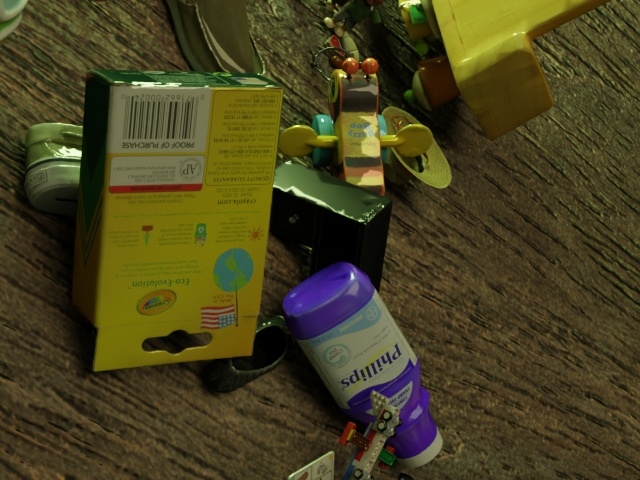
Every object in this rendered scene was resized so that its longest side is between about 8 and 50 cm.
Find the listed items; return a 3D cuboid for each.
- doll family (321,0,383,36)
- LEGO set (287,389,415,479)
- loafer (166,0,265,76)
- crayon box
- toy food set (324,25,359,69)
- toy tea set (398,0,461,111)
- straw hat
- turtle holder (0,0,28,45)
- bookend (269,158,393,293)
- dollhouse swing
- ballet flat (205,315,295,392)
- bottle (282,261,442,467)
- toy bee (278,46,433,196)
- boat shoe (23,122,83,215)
[{"bbox_3d":[0.021,-0.386,1.944,0.193,0.111,0.076,43,40,-18],"label":"doll family"},{"bbox_3d":[0.028,0.297,1.632,0.244,0.060,0.182,-25,125,-43],"label":"LEGO set"},{"bbox_3d":[-0.140,-0.302,1.769,0.094,0.087,0.251,-32,94,-48],"label":"loafer"},{"bbox_3d":[-0.161,-0.023,1.506,0.202,0.081,0.318,-2,109,-30],"label":"crayon box"},{"bbox_3d":[0.045,-0.249,1.978,0.078,0.019,0.122,-32,95,-48],"label":"toy food set"},{"bbox_3d":[0.112,-0.353,2.057,0.200,0.124,0.336,36,37,-68],"label":"toy tea set"},{"bbox_3d":[0.116,-0.115,1.953,0.144,0.061,0.144,34,33,-26],"label":"straw hat"},{"bbox_3d":[-0.394,-0.254,1.385,0.320,0.243,0.227,58,24,6],"label":"turtle holder"},{"bbox_3d":[0.000,0.000,1.759,0.157,0.156,0.072,24,38,22],"label":"bookend"},{"bbox_3d":[0.310,-0.390,1.970,0.315,0.305,0.346,41,32,-65],"label":"dollhouse swing"},{"bbox_3d":[-0.073,0.135,1.649,0.057,0.049,0.173,60,37,-4],"label":"ballet flat"},{"bbox_3d":[0.063,0.163,1.715,0.283,0.118,0.092,59,-3,-26],"label":"bottle"},{"bbox_3d":[0.032,-0.159,1.814,0.195,0.162,0.298,-22,70,-19],"label":"toy bee"},{"bbox_3d":[-0.199,-0.077,1.590,0.302,0.109,0.094,8,64,-40],"label":"boat shoe"}]
